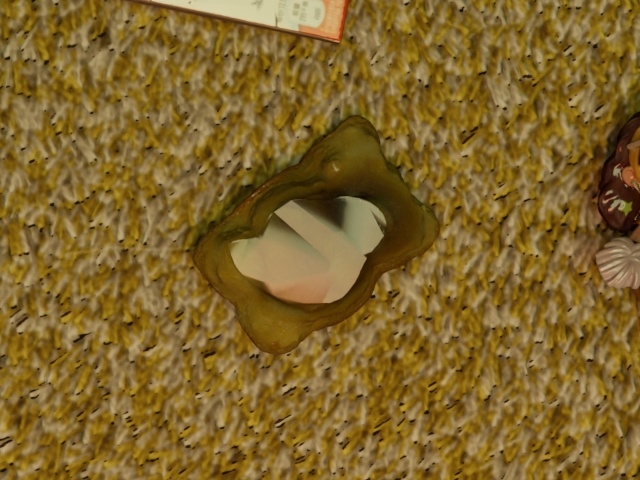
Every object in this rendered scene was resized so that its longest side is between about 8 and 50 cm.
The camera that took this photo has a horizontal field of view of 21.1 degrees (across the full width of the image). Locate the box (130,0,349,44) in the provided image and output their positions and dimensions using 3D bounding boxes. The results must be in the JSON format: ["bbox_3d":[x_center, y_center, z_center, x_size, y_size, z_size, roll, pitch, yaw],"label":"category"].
[{"bbox_3d":[-0.082,-0.353,1.703,0.265,0.048,0.273,10,92,-6],"label":"box"}]

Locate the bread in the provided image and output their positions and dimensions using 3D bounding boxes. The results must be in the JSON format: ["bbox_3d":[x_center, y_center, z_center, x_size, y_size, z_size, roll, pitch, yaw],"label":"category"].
[{"bbox_3d":[0.000,0.000,1.707,0.233,0.088,0.160,-40,92,-4],"label":"bread"}]

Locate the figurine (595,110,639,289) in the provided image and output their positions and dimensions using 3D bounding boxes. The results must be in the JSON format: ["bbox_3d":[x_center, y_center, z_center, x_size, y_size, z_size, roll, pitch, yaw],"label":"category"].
[{"bbox_3d":[0.353,-0.015,1.726,0.175,0.116,0.240,-6,99,-3],"label":"figurine"}]
